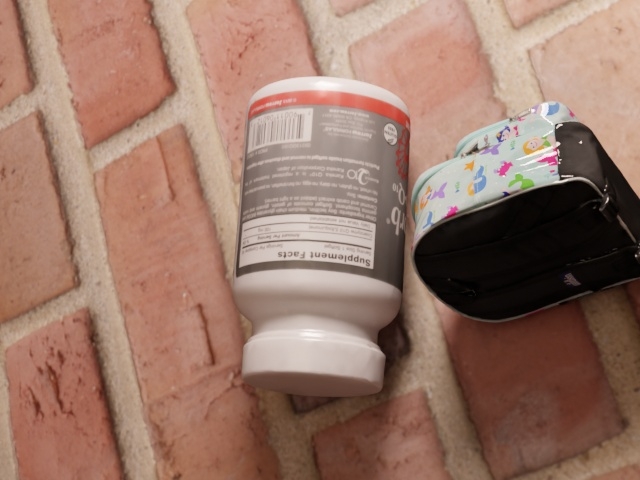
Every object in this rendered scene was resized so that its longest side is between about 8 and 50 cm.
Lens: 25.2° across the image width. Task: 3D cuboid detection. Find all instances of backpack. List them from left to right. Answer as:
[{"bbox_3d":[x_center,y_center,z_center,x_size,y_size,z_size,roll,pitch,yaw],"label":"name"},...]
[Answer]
[{"bbox_3d":[0.230,-0.023,1.647,0.253,0.225,0.191,-26,43,23],"label":"backpack"}]

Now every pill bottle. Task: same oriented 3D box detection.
[{"bbox_3d":[0.000,0.000,1.761,0.210,0.210,0.363,-4,74,26],"label":"pill bottle"}]
